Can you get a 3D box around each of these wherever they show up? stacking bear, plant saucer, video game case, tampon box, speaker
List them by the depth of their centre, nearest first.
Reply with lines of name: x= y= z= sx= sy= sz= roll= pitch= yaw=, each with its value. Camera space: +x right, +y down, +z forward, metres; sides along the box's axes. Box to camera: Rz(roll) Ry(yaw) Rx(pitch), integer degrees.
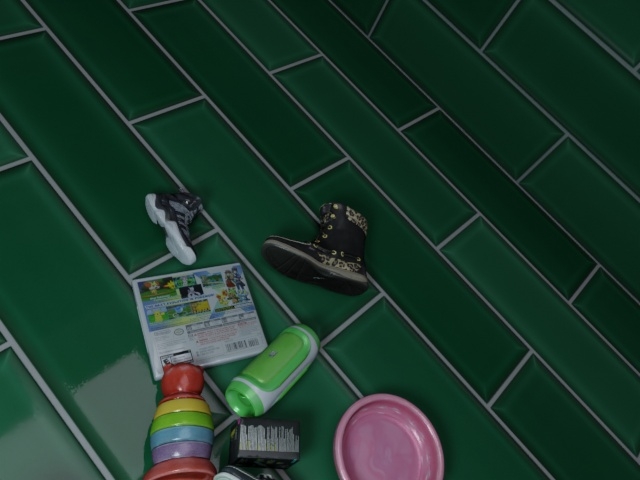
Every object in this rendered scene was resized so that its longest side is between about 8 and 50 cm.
stacking bear: x=-0.344 y=0.446 z=1.363 sx=0.176 sy=0.164 sz=0.288 roll=6 pitch=52 yaw=-21
tampon box: x=-0.146 y=0.524 z=1.414 sx=0.161 sy=0.120 sz=0.101 roll=11 pitch=55 yaw=-18
speaker: x=-0.125 y=0.357 z=1.518 sx=0.131 sy=0.131 sz=0.296 roll=43 pitch=45 yaw=7
plant saucer: x=0.183 y=0.603 z=1.534 sx=0.332 sy=0.084 sz=0.332 roll=12 pitch=55 yaw=-18
video game case: x=-0.347 y=0.223 z=1.582 sx=0.329 sy=0.036 sz=0.299 roll=-9 pitch=63 yaw=-28

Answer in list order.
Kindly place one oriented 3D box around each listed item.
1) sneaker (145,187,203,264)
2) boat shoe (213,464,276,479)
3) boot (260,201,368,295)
sneaker: x=-0.418 y=-0.056 z=1.691 sx=0.153 sy=0.101 sz=0.268 roll=-25 pitch=69 yaw=-32
boat shoe: x=-0.134 y=0.624 z=1.329 sx=0.302 sy=0.114 sz=0.091 roll=52 pitch=38 yaw=-24
boot: x=0.000 y=0.000 z=1.819 sx=0.378 sy=0.138 sz=0.284 roll=21 pitch=53 yaw=-15
